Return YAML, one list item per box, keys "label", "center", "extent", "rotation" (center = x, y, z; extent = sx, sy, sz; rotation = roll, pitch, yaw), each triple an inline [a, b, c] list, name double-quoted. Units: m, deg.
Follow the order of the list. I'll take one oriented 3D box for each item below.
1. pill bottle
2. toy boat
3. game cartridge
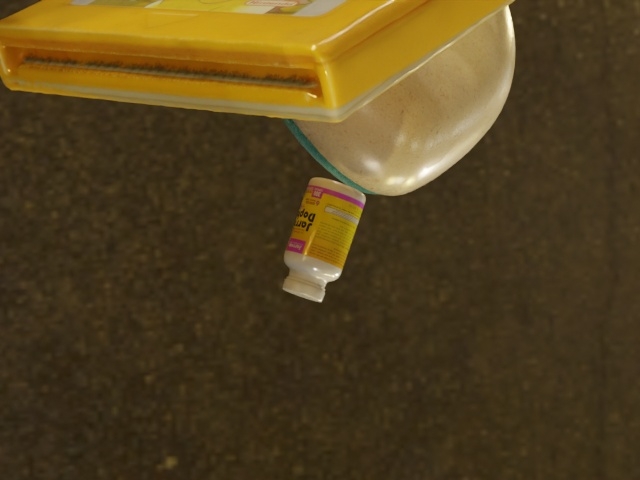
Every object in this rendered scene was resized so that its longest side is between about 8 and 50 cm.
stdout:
- label: "pill bottle"
  center: [0.000, 0.000, 1.113]
  extent: [0.043, 0.043, 0.083]
  rotation: [26, 80, -51]
- label: "toy boat"
  center: [0.017, -0.193, 1.301]
  extent: [0.318, 0.148, 0.267]
  rotation: [50, 50, -4]
- label: "game cartridge"
  center: [-0.005, -0.173, 1.004]
  extent: [0.324, 0.285, 0.052]
  rotation: [-40, 126, -40]
